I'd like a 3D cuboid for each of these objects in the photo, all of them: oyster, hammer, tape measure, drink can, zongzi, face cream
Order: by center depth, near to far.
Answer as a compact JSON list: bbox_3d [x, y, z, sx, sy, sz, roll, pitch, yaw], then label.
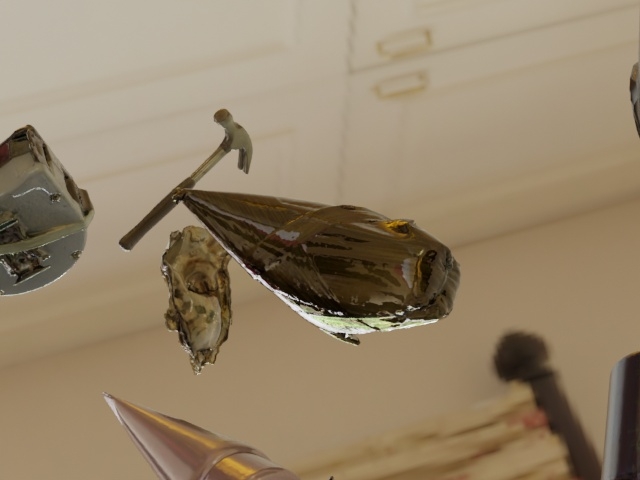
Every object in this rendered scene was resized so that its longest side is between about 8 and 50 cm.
[{"bbox_3d":[0.000,0.000,1.705,0.242,0.112,0.221,36,-22,-21],"label":"zongzi"},{"bbox_3d":[-0.116,0.229,1.745,0.274,0.096,0.154,15,-37,57],"label":"face cream"},{"bbox_3d":[0.365,0.222,1.953,0.118,0.118,0.205,94,8,-51],"label":"drink can"},{"bbox_3d":[-0.142,0.065,1.990,0.108,0.053,0.165,7,75,-60],"label":"oyster"},{"bbox_3d":[-0.351,-0.020,2.038,0.181,0.182,0.107,48,13,-48],"label":"tape measure"},{"bbox_3d":[-0.194,-0.071,2.581,0.029,0.246,0.103,34,-13,48],"label":"hammer"}]

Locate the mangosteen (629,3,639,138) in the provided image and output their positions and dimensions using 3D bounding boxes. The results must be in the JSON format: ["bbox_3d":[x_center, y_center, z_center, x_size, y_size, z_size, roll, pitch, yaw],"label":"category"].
[{"bbox_3d":[0.395,-0.101,1.276,0.381,0.381,0.421,108,-2,-64],"label":"mangosteen"}]

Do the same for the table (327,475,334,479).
[{"bbox_3d":[0.027,0.286,1.692,0.070,0.082,0.083,-51,-156,15],"label":"table"}]
